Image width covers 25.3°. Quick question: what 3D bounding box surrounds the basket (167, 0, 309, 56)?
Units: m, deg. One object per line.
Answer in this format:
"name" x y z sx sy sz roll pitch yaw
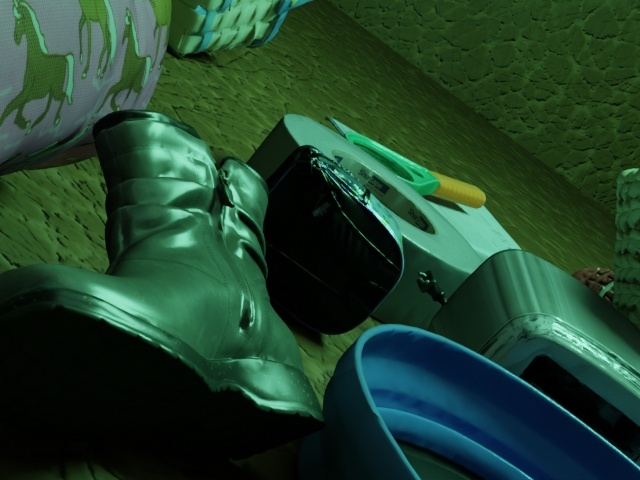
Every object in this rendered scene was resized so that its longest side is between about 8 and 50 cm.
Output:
"basket" -0.115 -0.338 1.557 0.255 0.201 0.289 42 45 12

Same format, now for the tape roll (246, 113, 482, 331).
"tape roll" 0.034 -0.015 1.218 0.219 0.072 0.219 37 12 -9

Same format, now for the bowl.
"bowl" 0.150 0.201 0.784 0.391 0.077 0.391 37 13 -10

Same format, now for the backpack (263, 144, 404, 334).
"backpack" 0.000 0.000 1.001 0.114 0.105 0.084 41 13 -10

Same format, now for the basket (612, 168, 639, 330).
"basket" 0.428 0.059 1.188 0.331 0.266 0.328 -3 0 -4

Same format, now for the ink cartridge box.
"ink cartridge box" 0.113 -0.030 1.533 0.224 0.045 0.223 26 17 -29

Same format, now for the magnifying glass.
"magnifying glass" 0.100 -0.066 1.476 0.231 0.026 0.092 17 23 -51

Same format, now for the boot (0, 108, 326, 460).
"boot" -0.088 0.009 0.662 0.246 0.083 0.161 30 40 -60

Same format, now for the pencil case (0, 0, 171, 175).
"pencil case" -0.185 -0.088 0.671 0.167 0.160 0.386 20 12 4

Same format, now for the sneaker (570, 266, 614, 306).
"sneaker" 0.301 0.126 1.390 0.225 0.088 0.093 57 -16 -10

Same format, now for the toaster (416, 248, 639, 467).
"toaster" 0.171 0.105 1.054 0.227 0.129 0.146 38 15 -13
